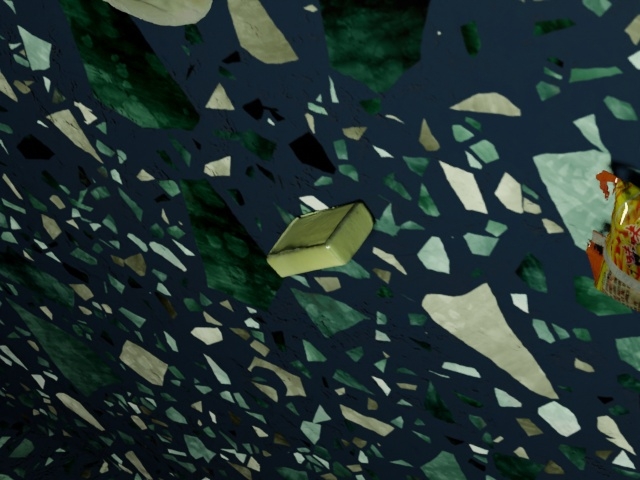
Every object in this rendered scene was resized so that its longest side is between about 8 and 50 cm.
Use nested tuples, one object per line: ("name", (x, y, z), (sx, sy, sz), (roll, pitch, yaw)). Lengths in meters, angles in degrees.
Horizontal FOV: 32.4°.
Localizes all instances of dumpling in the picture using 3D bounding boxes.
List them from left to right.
("dumpling", (-0.259, -0.423, 1.590), (0.293, 0.163, 0.204), (-3, 162, 43))

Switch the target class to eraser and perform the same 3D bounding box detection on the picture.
("eraser", (0.000, 0.000, 1.850), (0.172, 0.117, 0.058), (-13, 121, 49))

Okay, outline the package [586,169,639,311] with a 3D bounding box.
("package", (0.483, 0.040, 1.467), (0.288, 0.108, 0.223), (23, 142, 25))
